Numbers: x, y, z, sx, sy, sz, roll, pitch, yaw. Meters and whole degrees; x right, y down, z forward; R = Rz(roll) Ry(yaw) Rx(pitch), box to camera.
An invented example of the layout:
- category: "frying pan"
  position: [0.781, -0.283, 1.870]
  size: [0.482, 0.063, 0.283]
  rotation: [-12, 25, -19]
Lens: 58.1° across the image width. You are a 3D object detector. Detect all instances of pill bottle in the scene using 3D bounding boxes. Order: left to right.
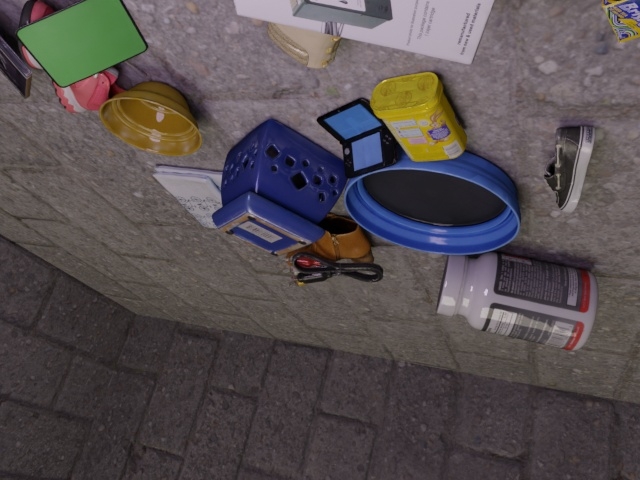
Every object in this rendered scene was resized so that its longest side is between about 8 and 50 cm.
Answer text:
- category: "pill bottle"
  position: [0.497, 0.144, 1.489]
  size: [0.363, 0.210, 0.210]
  rotation: [12, 157, 10]

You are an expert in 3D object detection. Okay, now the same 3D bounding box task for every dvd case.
- category: "dvd case"
  position: [-0.642, -0.375, 1.151]
  size: [0.164, 0.018, 0.221]
  rotation: [53, 160, -19]

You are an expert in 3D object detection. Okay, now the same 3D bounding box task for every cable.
- category: "cable"
  position: [0.031, 0.069, 1.632]
  size: [0.287, 0.072, 0.139]
  rotation: [-7, 130, 4]

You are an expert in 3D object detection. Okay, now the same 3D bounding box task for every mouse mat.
- category: "mouse mat"
  position: [-0.427, -0.362, 1.047]
  size: [0.189, 0.007, 0.152]
  rotation: [-25, 153, -3]

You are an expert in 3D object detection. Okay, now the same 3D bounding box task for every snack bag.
- category: "snack bag"
  position: [-0.261, -0.103, 1.647]
  size: [0.342, 0.037, 0.323]
  rotation: [7, 155, 20]

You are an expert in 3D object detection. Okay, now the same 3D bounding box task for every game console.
- category: "game console"
  position: [0.070, -0.199, 1.150]
  size: [0.085, 0.124, 0.144]
  rotation: [0, 172, -40]

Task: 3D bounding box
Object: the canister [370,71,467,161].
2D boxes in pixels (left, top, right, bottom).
- category: "canister"
  position: [0.182, -0.216, 1.044]
  size: [0.126, 0.073, 0.170]
  rotation: [0, 154, 34]

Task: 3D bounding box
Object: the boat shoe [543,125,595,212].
- category: "boat shoe"
  position: [0.451, -0.132, 1.066]
  size: [0.070, 0.078, 0.219]
  rotation: [7, 148, 18]

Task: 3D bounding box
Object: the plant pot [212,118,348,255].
- category: "plant pot"
  position: [-0.102, -0.101, 1.319]
  size: [0.236, 0.212, 0.236]
  rotation: [27, 156, -25]

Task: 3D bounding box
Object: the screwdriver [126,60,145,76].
- category: "screwdriver"
  position: [-0.415, -0.375, 1.136]
  size: [0.025, 0.024, 0.170]
  rotation: [-28, 137, 19]

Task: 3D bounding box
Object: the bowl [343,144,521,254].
- category: "bowl"
  position: [0.249, -0.085, 1.297]
  size: [0.391, 0.077, 0.391]
  rotation: [14, 158, 6]

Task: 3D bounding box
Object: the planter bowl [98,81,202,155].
- category: "planter bowl"
  position: [-0.350, -0.274, 1.231]
  size: [0.217, 0.090, 0.217]
  rotation: [9, 158, 4]

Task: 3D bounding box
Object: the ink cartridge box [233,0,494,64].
- category: "ink cartridge box"
  position: [0.060, -0.345, 0.652]
  size: [0.289, 0.211, 0.121]
  rotation: [15, 159, 6]

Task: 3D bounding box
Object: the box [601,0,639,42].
- category: "box"
  position: [0.341, -0.301, 0.615]
  size: [0.054, 0.169, 0.059]
  rotation: [-7, 149, 42]

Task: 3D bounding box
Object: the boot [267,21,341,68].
- category: "boot"
  position: [0.044, -0.329, 0.843]
  size: [0.262, 0.095, 0.203]
  rotation: [18, 157, 0]

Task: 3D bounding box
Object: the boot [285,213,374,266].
- category: "boot"
  position: [0.000, 0.001, 1.653]
  size: [0.295, 0.104, 0.211]
  rotation: [-1, 147, 24]

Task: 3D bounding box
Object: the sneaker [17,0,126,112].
- category: "sneaker"
  position: [-0.475, -0.359, 1.140]
  size: [0.136, 0.116, 0.314]
  rotation: [4, 164, 1]
